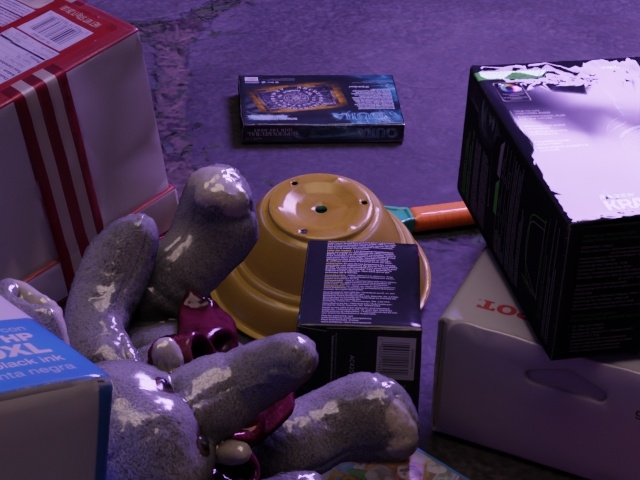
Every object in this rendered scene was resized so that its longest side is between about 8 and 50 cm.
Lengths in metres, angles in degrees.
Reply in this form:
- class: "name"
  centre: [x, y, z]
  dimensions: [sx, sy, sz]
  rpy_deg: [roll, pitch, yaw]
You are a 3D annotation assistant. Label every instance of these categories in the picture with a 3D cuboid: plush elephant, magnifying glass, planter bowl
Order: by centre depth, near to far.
- class: "plush elephant"
  centre: [-0.101, 0.117, 1.021]
  dimensions: [0.330, 0.272, 0.255]
  rpy_deg: [-31, 4, -11]
- class: "planter bowl"
  centre: [0.000, 0.000, 1.418]
  dimensions: [0.217, 0.090, 0.217]
  rpy_deg: [1, 41, -1]
- class: "magnifying glass"
  centre: [0.070, -0.019, 1.537]
  dimensions: [0.231, 0.026, 0.092]
  rpy_deg: [-6, 34, -13]

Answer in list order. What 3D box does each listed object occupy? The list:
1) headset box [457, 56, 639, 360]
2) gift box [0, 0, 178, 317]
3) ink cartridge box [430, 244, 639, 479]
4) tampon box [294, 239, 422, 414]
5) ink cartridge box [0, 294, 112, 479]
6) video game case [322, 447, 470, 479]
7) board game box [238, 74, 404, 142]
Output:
- class: "headset box"
  centre: [0.267, -0.043, 1.249]
  dimensions: [0.246, 0.131, 0.283]
  rpy_deg: [-4, 33, -10]
- class: "gift box"
  centre: [-0.274, -0.080, 1.393]
  dimensions: [0.276, 0.258, 0.255]
  rpy_deg: [-30, 44, -28]
- class: "ink cartridge box"
  centre: [0.254, 0.066, 1.321]
  dimensions: [0.223, 0.129, 0.307]
  rpy_deg: [15, 35, 19]
- class: "tampon box"
  centre: [0.033, 0.087, 1.266]
  dimensions: [0.101, 0.120, 0.161]
  rpy_deg: [3, 25, 2]
- class: "ink cartridge box"
  centre: [-0.306, 0.151, 0.955]
  dimensions: [0.166, 0.285, 0.395]
  rpy_deg: [-9, 24, -37]
- class: "video game case"
  centre: [0.035, 0.215, 1.185]
  dimensions: [0.119, 0.015, 0.166]
  rpy_deg: [29, 42, 34]
- class: "board game box"
  centre: [-0.001, -0.154, 1.737]
  dimensions: [0.186, 0.026, 0.126]
  rpy_deg: [0, 34, -4]
